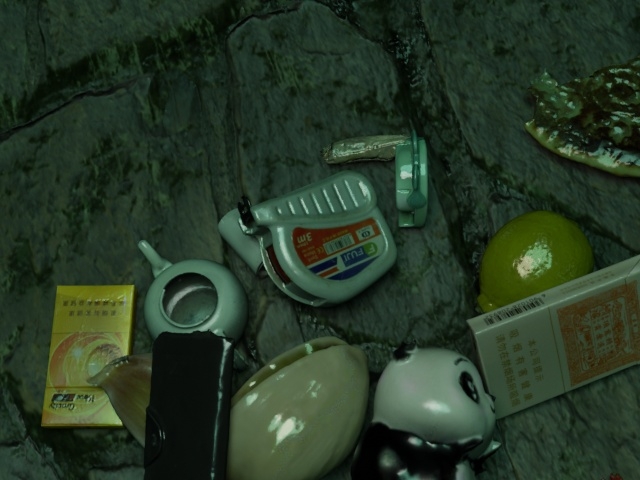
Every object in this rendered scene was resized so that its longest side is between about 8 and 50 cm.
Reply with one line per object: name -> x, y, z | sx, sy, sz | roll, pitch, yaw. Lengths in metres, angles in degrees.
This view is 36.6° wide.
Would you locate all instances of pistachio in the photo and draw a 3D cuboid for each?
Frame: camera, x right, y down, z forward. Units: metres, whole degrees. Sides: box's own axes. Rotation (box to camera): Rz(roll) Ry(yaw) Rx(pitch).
pistachio -> -0.044, 0.305, 1.641 | 0.332, 0.208, 0.226 | -42, 112, -6

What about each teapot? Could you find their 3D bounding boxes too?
teapot -> -0.228, 0.125, 1.768 | 0.193, 0.129, 0.294 | -39, 70, -9

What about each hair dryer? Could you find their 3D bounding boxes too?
hair dryer -> -0.070, -0.049, 1.858 | 0.236, 0.073, 0.131 | -39, 69, -13

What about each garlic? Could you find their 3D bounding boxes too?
garlic -> -0.272, 0.310, 1.716 | 0.148, 0.128, 0.266 | -38, 74, 24

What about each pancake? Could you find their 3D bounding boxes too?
pancake -> 0.613, -0.243, 1.888 | 0.427, 0.067, 0.304 | -15, 60, 0

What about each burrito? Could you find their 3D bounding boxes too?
burrito -> 0.091, -0.178, 1.907 | 0.188, 0.045, 0.058 | -3, 38, 7

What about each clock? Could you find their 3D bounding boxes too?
clock -> 0.169, -0.120, 1.799 | 0.060, 0.188, 0.148 | 0, 66, 4

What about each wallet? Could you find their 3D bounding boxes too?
wallet -> -0.223, 0.333, 1.595 | 0.197, 0.051, 0.377 | -1, 83, 42

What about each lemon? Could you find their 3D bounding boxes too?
lemon -> 0.378, 0.049, 1.720 | 0.248, 0.184, 0.184 | -42, 71, -11

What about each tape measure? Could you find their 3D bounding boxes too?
tape measure -> 0.000, -0.001, 1.769 | 0.243, 0.125, 0.246 | -22, 88, -23

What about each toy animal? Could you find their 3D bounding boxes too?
toy animal -> 0.172, 0.330, 1.595 | 0.251, 0.251, 0.310 | 6, 65, 7

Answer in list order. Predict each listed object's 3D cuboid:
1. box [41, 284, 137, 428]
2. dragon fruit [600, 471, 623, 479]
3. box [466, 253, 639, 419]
box -> -0.425, 0.214, 1.795 | 0.152, 0.043, 0.269 | 0, 69, 4
dragon fruit -> 0.491, 0.512, 1.553 | 0.161, 0.126, 0.274 | 20, 72, 13
box -> 0.445, 0.161, 1.665 | 0.365, 0.204, 0.051 | -21, 31, -3
